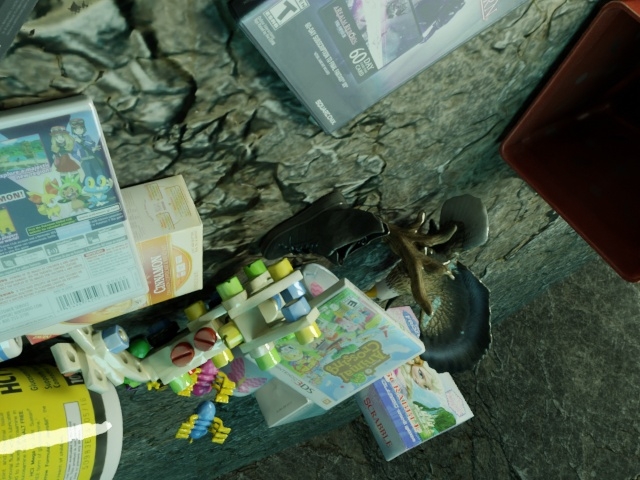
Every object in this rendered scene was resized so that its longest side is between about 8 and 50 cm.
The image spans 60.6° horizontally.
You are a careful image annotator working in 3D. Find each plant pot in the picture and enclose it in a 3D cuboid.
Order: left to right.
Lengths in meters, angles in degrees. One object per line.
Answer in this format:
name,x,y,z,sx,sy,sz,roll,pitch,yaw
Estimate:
plant pot,0.461,-0.153,0.730,0.235,0.267,0.267,-29,160,-28

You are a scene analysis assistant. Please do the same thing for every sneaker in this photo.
sneaker,0.001,0.001,0.728,0.170,0.089,0.051,-35,156,15

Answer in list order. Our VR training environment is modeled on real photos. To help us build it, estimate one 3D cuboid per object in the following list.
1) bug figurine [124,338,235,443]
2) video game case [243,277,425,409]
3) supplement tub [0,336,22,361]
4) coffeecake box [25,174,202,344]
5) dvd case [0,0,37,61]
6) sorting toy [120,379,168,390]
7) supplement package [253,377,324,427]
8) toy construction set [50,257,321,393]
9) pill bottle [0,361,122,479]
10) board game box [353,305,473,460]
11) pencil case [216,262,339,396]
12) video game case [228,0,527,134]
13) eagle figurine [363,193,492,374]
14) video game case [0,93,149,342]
bug figurine,-0.268,0.252,0.900,0.279,0.072,0.216,20,121,-25
video game case,0.022,0.170,0.854,0.212,0.023,0.193,-37,120,22
supplement tub,-0.370,0.102,0.555,0.107,0.071,0.071,-19,155,-23
coffeecake box,-0.219,0.021,0.556,0.185,0.068,0.142,-18,155,-21
dvd case,-0.217,-0.154,0.211,0.179,0.030,0.238,-39,161,25
sorting toy,-0.304,0.249,0.965,0.102,0.042,0.061,1,144,-48
supplement package,-0.037,0.360,1.371,0.139,0.134,0.244,-38,155,22
toy construction set,-0.164,0.127,0.723,0.327,0.151,0.215,-14,-175,-3
pill bottle,-0.426,0.248,0.643,0.188,0.188,0.334,-41,152,28
board game box,0.185,0.311,1.283,0.066,0.319,0.318,-43,154,30
pencil case,-0.073,0.153,0.930,0.273,0.124,0.113,-39,173,26
video game case,0.082,-0.212,0.462,0.274,0.026,0.196,-32,157,11
eagle figurine,0.175,0.070,0.922,0.225,0.226,0.298,6,154,30
video game case,-0.254,-0.002,0.423,0.201,0.023,0.183,-18,126,-20
